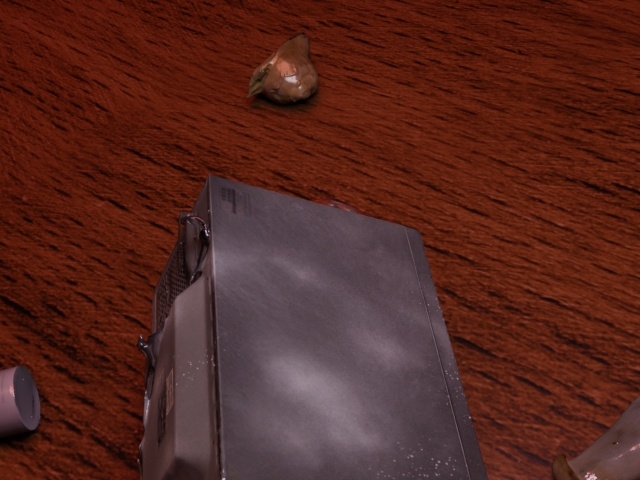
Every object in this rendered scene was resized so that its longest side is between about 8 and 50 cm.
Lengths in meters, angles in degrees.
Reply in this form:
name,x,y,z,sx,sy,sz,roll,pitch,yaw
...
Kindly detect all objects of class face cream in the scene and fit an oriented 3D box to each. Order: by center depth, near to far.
name,x,y,z,sx,sy,sz,roll,pitch,yaw
face cream,-0.527,0.252,1.313,0.214,0.096,0.096,-13,45,1

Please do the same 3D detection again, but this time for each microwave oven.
name,x,y,z,sx,sy,sz,roll,pitch,yaw
microwave oven,-0.032,0.175,1.075,0.374,0.236,0.432,15,40,-22

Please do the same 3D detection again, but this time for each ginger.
name,x,y,z,sx,sy,sz,roll,pitch,yaw
ginger,-0.046,-0.334,1.776,0.122,0.115,0.193,29,49,9

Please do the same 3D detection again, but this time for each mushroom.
name,x,y,z,sx,sy,sz,roll,pitch,yaw
mushroom,0.394,0.255,1.106,0.225,0.093,0.116,-38,27,-10

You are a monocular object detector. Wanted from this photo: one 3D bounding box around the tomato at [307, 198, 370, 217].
name,x,y,z,sx,sy,sz,roll,pitch,yaw
tomato,0.000,0.000,1.385,0.236,0.095,0.237,4,23,-2
